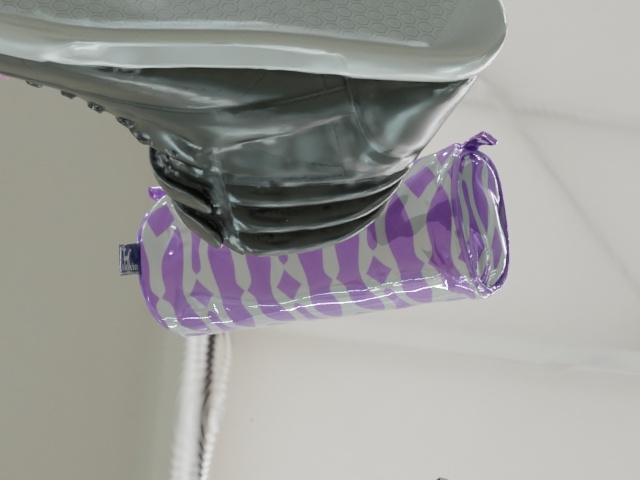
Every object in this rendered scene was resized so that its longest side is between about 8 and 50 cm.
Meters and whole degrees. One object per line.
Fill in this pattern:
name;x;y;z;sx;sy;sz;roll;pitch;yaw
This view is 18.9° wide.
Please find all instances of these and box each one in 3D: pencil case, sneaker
pencil case;0.000;0.000;1.046;0.206;0.086;0.088;-7;-104;21
sneaker;-0.078;-0.064;0.839;0.295;0.147;0.104;6;-134;-14

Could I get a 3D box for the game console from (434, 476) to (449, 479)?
game console;-0.050;0.246;0.576;0.250;0.173;0.293;-6;-64;-21
